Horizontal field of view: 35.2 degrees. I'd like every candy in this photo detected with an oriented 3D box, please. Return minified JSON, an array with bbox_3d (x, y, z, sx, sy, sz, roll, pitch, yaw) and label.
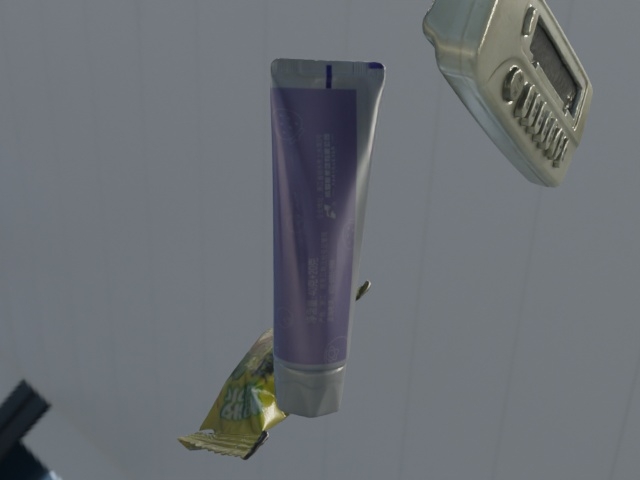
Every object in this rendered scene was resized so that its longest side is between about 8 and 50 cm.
[{"bbox_3d":[-0.057,0.170,1.333,0.081,0.297,0.187,51,-31,-16],"label":"candy"}]

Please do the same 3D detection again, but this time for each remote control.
[{"bbox_3d":[0.133,-0.110,0.690,0.049,0.230,0.090,14,-99,31],"label":"remote control"}]

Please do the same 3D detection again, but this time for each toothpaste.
[{"bbox_3d":[0.000,0.000,1.047,0.080,0.125,0.371,-143,-126,-62],"label":"toothpaste"}]
